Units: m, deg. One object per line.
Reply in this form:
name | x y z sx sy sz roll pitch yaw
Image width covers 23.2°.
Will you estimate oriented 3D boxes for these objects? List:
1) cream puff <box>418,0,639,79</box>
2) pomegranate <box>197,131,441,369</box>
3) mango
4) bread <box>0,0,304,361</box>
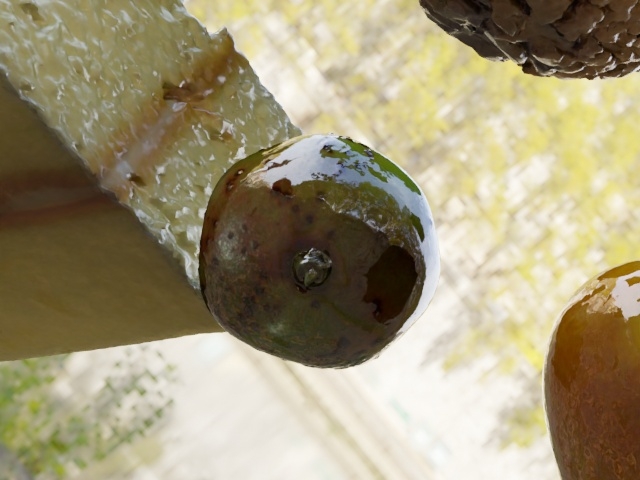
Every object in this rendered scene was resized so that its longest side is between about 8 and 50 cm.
cream puff | 0.183 -0.275 1.373 0.343 0.231 0.327 34 4 26
pomegranate | 0.000 0.000 1.035 0.159 0.159 0.205 51 19 -11
mango | 0.210 0.135 0.902 0.175 0.139 0.255 -113 -171 -82
bread | -0.256 -0.065 1.199 0.346 0.405 0.242 63 28 -28
